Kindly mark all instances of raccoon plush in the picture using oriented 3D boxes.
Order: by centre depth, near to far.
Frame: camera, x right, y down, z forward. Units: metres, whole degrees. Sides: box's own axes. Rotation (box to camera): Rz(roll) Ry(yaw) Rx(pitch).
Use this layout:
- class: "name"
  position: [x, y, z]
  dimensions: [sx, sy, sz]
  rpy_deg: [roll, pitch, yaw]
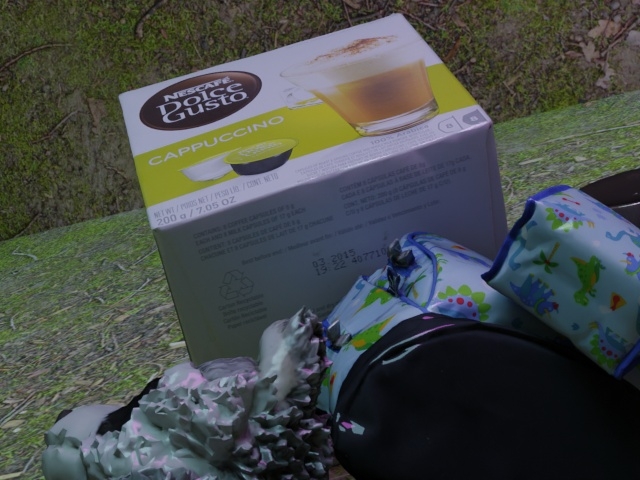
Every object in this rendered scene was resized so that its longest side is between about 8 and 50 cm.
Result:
- class: "raccoon plush"
  position: [-0.002, 0.243, 0.662]
  dimensions: [0.299, 0.446, 0.216]
  rpy_deg: [-33, -18, -43]

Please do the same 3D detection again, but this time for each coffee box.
- class: "coffee box"
  position: [0.000, 0.000, 1.429]
  dimensions: [0.338, 0.338, 0.334]
  rpy_deg: [-17, 31, -5]

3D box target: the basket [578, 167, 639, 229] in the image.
- class: "basket"
  position: [0.314, 0.055, 1.226]
  dimensions: [0.204, 0.226, 0.154]
  rpy_deg: [-23, 14, -21]

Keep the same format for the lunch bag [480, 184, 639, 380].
- class: "lunch bag"
  position: [0.209, 0.023, 0.983]
  dimensions: [0.129, 0.096, 0.151]
  rpy_deg: [38, 27, 17]

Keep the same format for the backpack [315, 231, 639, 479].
- class: "backpack"
  position: [0.121, 0.127, 1.104]
  dimensions: [0.273, 0.290, 0.355]
  rpy_deg: [-66, 10, -12]
